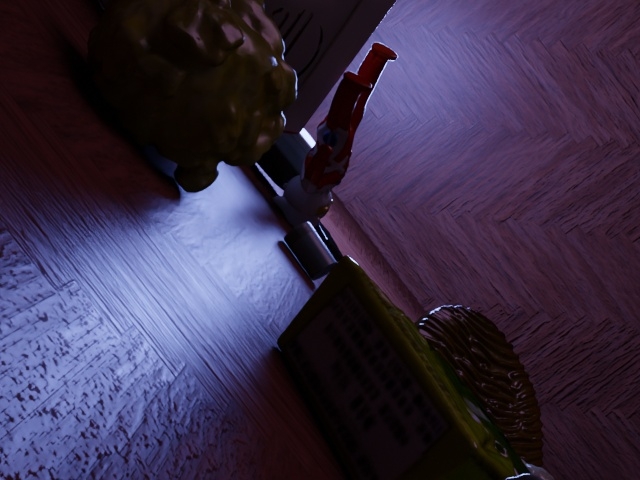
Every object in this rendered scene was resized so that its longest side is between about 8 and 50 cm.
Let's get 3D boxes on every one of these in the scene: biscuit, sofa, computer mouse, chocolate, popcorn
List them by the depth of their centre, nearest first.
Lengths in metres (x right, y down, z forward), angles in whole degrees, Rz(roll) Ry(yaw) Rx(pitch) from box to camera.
[{"bbox_3d":[0.106,0.208,1.286,0.289,0.137,0.301,47,6,-47],"label":"chocolate"},{"bbox_3d":[-0.152,-0.202,1.406,0.250,0.235,0.242,63,40,-39],"label":"popcorn"},{"bbox_3d":[0.228,0.245,1.724,0.318,0.040,0.318,27,51,-39],"label":"biscuit"},{"bbox_3d":[0.000,0.000,2.227,0.060,0.039,0.118,48,8,-30],"label":"sofa"},{"bbox_3d":[-0.094,-0.210,2.252,0.331,0.095,0.197,50,-21,-13],"label":"computer mouse"}]

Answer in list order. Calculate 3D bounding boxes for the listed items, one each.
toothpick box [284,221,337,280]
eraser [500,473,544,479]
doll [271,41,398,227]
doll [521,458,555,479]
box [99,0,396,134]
[{"bbox_3d":[-0.016,0.017,1.911,0.083,0.052,0.052,55,6,14],"label":"toothpick box"},{"bbox_3d":[0.206,0.355,1.006,0.189,0.104,0.290,-89,159,-45],"label":"eraser"},{"bbox_3d":[0.019,-0.162,2.067,0.099,0.384,0.188,33,42,4],"label":"doll"},{"bbox_3d":[0.242,0.367,1.464,0.278,0.149,0.175,-104,-168,-45],"label":"doll"},{"bbox_3d":[-0.124,-0.394,1.889,0.300,0.314,0.312,3,44,-47],"label":"box"}]
